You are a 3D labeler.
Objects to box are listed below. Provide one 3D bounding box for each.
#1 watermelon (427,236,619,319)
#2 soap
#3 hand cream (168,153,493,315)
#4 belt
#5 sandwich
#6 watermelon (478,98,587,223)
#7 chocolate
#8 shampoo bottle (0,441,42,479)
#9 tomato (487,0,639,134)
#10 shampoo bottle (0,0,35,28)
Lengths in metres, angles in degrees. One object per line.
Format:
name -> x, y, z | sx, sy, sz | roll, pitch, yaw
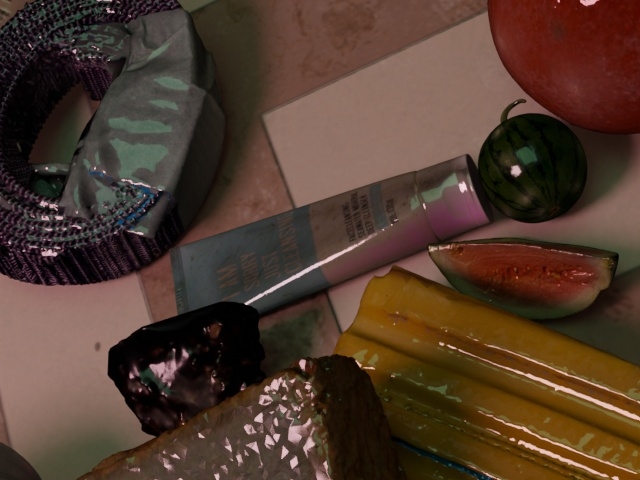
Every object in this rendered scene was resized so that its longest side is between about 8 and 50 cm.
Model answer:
watermelon -> 0.182, 0.035, 1.359 | 0.163, 0.087, 0.069 | 4, 94, 24
soap -> 0.146, 0.169, 1.274 | 0.324, 0.096, 0.204 | 21, 72, 29
hand cream -> 0.000, 0.000, 1.446 | 0.312, 0.070, 0.111 | -20, 59, 13
belt -> -0.229, -0.111, 1.555 | 0.260, 0.122, 0.324 | 10, 64, 16
sandwich -> -0.036, 0.282, 1.196 | 0.262, 0.131, 0.325 | -28, 73, 25
watermelon -> 0.185, -0.067, 1.394 | 0.109, 0.109, 0.109 | -9, 59, 15
chocolate -> -0.097, 0.143, 1.369 | 0.156, 0.156, 0.133 | -26, 73, 4
shampoo bottle -> -0.317, 0.311, 1.252 | 0.273, 0.273, 0.266 | -26, 43, 5
tomato -> 0.272, -0.227, 1.368 | 0.265, 0.265, 0.265 | -9, 59, 15
shampoo bottle -> -0.382, -0.158, 1.667 | 0.127, 0.078, 0.257 | 22, 72, 15
